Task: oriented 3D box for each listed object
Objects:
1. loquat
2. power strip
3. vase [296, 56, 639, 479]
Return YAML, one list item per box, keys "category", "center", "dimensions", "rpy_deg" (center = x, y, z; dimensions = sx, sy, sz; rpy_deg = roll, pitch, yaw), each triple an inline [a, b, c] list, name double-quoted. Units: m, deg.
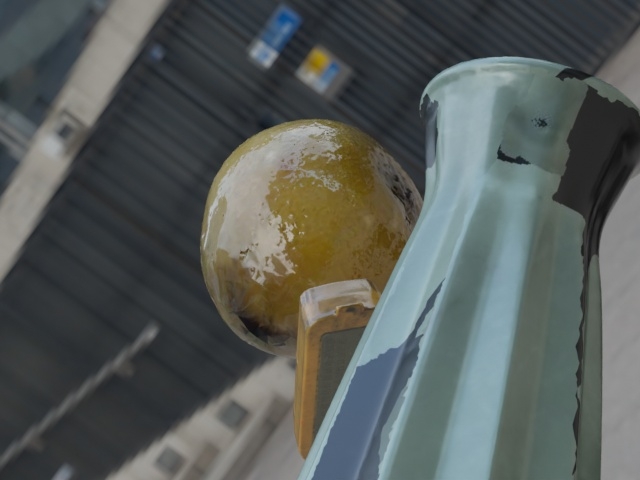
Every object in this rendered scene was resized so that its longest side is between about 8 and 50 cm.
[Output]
- category: "loquat"
  center: [0.000, 0.000, 1.824]
  dimensions: [0.263, 0.263, 0.263]
  rpy_deg: [-53, 2, 3]
- category: "power strip"
  center: [0.009, 0.086, 1.013]
  dimensions: [0.178, 0.049, 0.028]
  rpy_deg: [94, 162, -48]
- category: "vase"
  center: [0.059, 0.098, 0.757]
  dimensions: [0.165, 0.165, 0.360]
  rpy_deg: [131, 157, -63]
